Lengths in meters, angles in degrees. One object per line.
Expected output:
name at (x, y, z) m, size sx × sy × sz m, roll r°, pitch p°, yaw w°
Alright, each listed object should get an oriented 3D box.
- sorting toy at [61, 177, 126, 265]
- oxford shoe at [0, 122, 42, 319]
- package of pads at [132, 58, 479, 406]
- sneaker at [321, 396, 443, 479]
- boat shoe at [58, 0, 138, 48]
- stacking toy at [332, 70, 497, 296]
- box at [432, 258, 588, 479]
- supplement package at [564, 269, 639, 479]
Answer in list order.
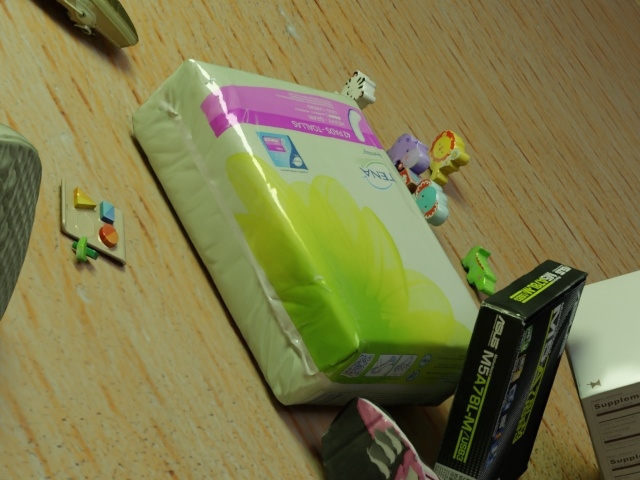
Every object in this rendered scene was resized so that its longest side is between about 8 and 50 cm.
sorting toy at (-0.164, -0.007, 1.226) m, size 0.062 × 0.012 × 0.083 m, roll 33°, pitch 28°, yaw -32°
oxford shoe at (-0.269, 0.022, 0.863) m, size 0.130 × 0.169 × 0.449 m, roll 15°, pitch 19°, yaw 13°
package of pads at (0.000, 0.000, 1.387) m, size 0.229 × 0.101 × 0.297 m, roll 8°, pitch 47°, yaw -54°
sneaker at (0.066, 0.197, 1.268) m, size 0.178 × 0.072 × 0.077 m, roll 57°, pitch 12°, yaw 0°
boat shoe at (-0.216, -0.212, 1.413) m, size 0.153 × 0.048 × 0.056 m, roll 43°, pitch 12°, yaw -28°
stacking toy at (0.101, -0.060, 1.702) m, size 0.167 × 0.052 × 0.221 m, roll 29°, pitch 32°, yaw -37°
box at (0.151, 0.123, 1.365) m, size 0.045 × 0.191 × 0.184 m, roll 21°, pitch 17°, yaw 21°
supplement package at (0.305, 0.158, 1.504) m, size 0.139 × 0.133 × 0.244 m, roll -98°, pitch 170°, yaw -50°
